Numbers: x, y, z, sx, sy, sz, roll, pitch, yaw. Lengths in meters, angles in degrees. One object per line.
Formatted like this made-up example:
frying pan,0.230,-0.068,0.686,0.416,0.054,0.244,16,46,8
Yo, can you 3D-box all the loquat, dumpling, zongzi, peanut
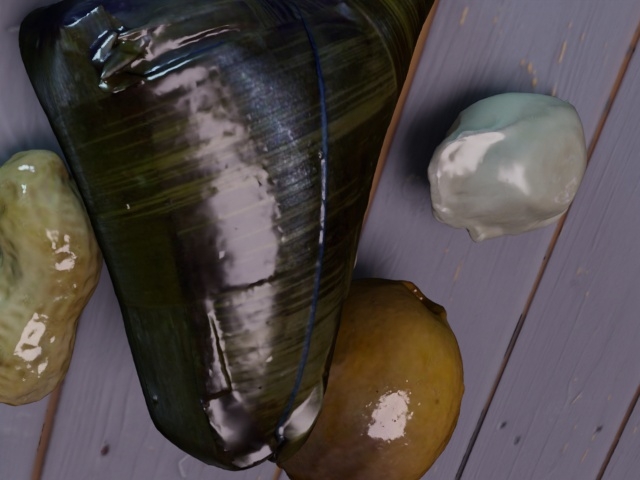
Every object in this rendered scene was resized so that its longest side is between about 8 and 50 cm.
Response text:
loquat,0.041,0.151,0.925,0.238,0.238,0.193,-50,125,1
dumpling,0.200,-0.075,0.960,0.250,0.132,0.162,-16,114,-40
zongzi,0.006,-0.049,0.798,0.432,0.208,0.403,-23,107,-33
peanut,-0.245,0.035,0.780,0.103,0.098,0.229,9,108,-35

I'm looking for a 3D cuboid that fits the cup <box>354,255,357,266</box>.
cup,0.000,0.000,0.914,0.100,0.077,0.078,-29,125,-14
